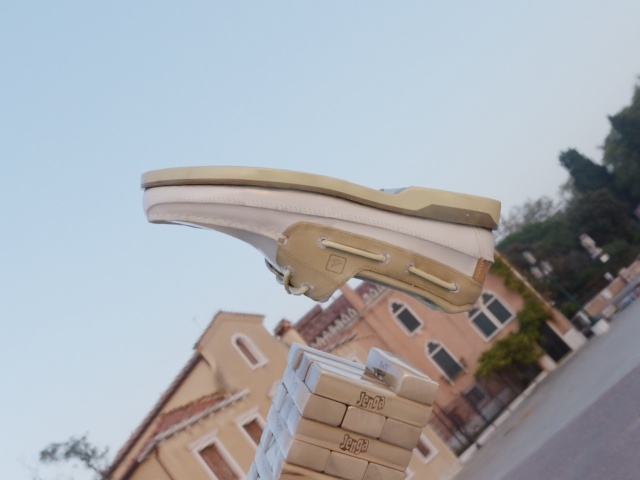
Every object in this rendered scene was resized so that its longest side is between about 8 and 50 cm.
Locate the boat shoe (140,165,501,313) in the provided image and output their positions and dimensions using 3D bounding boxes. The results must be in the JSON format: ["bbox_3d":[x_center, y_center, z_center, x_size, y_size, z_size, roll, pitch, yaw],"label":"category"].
[{"bbox_3d":[0.000,0.000,0.613,0.113,0.302,0.103,-170,86,-84],"label":"boat shoe"}]

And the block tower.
[{"bbox_3d":[-0.022,0.239,0.551,0.091,0.097,0.335,-157,87,-76],"label":"block tower"}]
